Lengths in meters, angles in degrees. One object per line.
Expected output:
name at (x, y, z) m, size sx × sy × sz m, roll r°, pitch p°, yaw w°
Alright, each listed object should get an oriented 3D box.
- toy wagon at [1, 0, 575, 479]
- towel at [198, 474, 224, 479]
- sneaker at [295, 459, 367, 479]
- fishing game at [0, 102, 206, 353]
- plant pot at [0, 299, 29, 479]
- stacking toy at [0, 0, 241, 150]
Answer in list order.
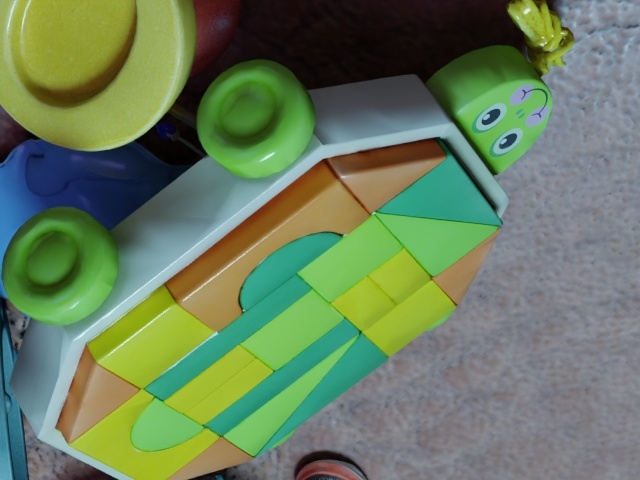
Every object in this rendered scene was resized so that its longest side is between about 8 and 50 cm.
toy wagon at (0.000, 0.000, 0.936) m, size 0.344 × 0.068 × 0.267 m, roll -37°, pitch 151°, yaw 5°
towel at (-0.161, 0.332, 1.198) m, size 0.370 × 0.040 × 0.271 m, roll -24°, pitch 89°, yaw 28°
sneaker at (0.034, 0.216, 1.177) m, size 0.061 × 0.065 × 0.158 m, roll -33°, pitch 117°, yaw 26°
fishing game at (-0.122, 0.009, 1.058) m, size 0.189 × 0.041 × 0.264 m, roll 28°, pitch 130°, yaw -5°
plant pot at (-0.269, 0.129, 1.024) m, size 0.196 × 0.293 × 0.293 m, roll -7°, pitch 126°, yaw -7°
stacking toy at (-0.101, -0.236, 0.865) m, size 0.279 × 0.130 × 0.309 m, roll 43°, pitch 120°, yaw 7°
